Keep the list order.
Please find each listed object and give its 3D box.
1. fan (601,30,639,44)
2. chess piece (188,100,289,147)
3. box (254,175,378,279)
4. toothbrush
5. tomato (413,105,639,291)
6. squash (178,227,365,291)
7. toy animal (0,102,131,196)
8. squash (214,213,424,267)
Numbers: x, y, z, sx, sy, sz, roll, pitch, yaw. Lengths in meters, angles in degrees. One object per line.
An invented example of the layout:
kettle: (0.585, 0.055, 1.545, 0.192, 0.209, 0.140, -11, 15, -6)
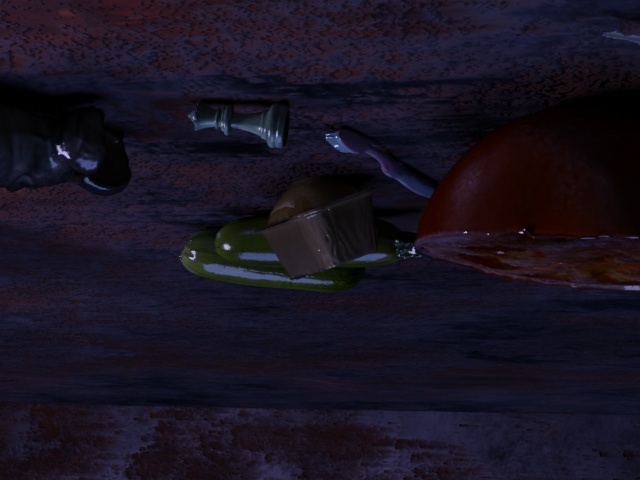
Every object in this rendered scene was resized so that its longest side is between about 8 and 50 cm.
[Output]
fan: (0.364, -0.146, 1.203, 0.329, 0.009, 0.191, 5, 168, -21)
chess piece: (-0.076, -0.111, 1.387, 0.093, 0.042, 0.042, 8, 167, 6)
box: (-0.003, -0.018, 1.643, 0.111, 0.111, 0.177, 8, 170, -20)
toothbrush: (0.081, -0.071, 1.548, 0.027, 0.021, 0.269, 9, 171, 33)
tomato: (0.250, -0.040, 1.391, 0.338, 0.144, 0.338, 6, 170, 1)
squash: (-0.059, 0.026, 1.882, 0.239, 0.069, 0.069, 6, 166, -15)
toy animal: (-0.328, -0.091, 1.379, 0.343, 0.106, 0.168, 4, 166, -20)
squash: (0.000, 0.000, 1.762, 0.252, 0.066, 0.066, 1, 166, 8)
